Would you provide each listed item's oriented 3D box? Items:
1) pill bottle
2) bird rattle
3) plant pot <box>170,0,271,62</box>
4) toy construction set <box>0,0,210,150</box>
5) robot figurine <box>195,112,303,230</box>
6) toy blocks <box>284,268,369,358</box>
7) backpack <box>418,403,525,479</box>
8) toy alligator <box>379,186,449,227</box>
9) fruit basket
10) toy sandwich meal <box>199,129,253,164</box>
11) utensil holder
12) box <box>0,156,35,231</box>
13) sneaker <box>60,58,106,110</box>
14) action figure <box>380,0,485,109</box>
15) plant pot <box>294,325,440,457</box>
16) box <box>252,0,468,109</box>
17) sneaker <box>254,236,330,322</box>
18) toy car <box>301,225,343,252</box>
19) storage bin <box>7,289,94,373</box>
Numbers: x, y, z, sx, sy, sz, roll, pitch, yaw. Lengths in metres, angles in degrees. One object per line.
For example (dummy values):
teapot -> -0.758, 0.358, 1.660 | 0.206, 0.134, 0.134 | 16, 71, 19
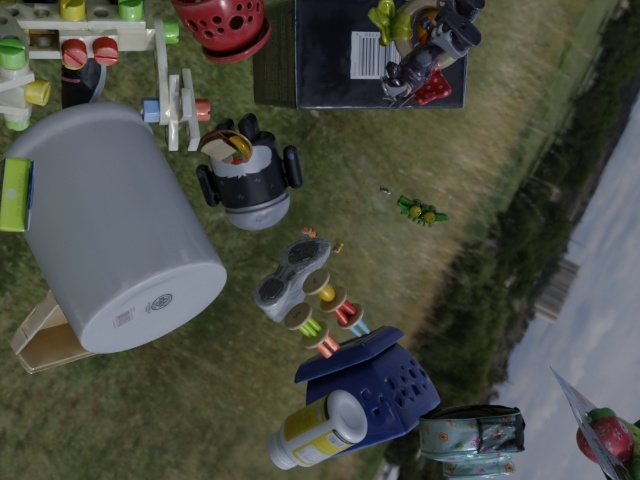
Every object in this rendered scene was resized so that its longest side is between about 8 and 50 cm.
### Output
pill bottle -> -0.010, 0.360, 1.488 | 0.184, 0.103, 0.103 | -34, -177, 28
bird rattle -> 0.222, -0.429, 1.712 | 0.207, 0.253, 0.143 | -36, 165, 25
plant pot -> -0.213, -0.503, 1.757 | 0.191, 0.191, 0.174 | -57, 143, -28
toy construction set -> -0.285, -0.215, 0.947 | 0.328, 0.215, 0.151 | 5, 140, -30
robot figurine -> -0.173, -0.163, 1.925 | 0.174, 0.209, 0.278 | -30, 114, -39
toy blocks -> 0.019, 0.138, 1.312 | 0.148, 0.054, 0.123 | 47, 56, -31
backpack -> 0.283, 0.386, 1.532 | 0.166, 0.189, 0.144 | 121, -27, -80
toy alligator -> 0.226, -0.075, 1.975 | 0.056, 0.190, 0.051 | -65, 178, -66
fruit basket -> 0.651, 0.450, 1.684 | 0.165, 0.353, 0.327 | -38, -158, 16
toy sandwich meal -> -0.148, -0.143, 1.256 | 0.085, 0.086, 0.029 | 101, -3, -52
utensil holder -> -0.401, -0.021, 1.558 | 0.328, 0.385, 0.327 | -29, 161, -11
box -> -0.472, -0.067, 1.214 | 0.178, 0.042, 0.109 | 1, -93, 63
sneaker -> -0.495, -0.383, 1.559 | 0.147, 0.105, 0.295 | 3, 103, -62
action figure -> 0.191, -0.342, 1.425 | 0.185, 0.099, 0.285 | -63, -170, -25
plant pot -> 0.094, 0.324, 1.751 | 0.236, 0.212, 0.236 | -24, 177, 28
box -> 0.092, -0.517, 2.225 | 0.472, 0.480, 0.297 | -144, -127, -68
sneaker -> -0.058, 0.090, 1.825 | 0.232, 0.090, 0.115 | -46, 145, -22
toy car -> 0.000, 0.000, 2.192 | 0.060, 0.122, 0.040 | 86, 27, -71
storage bin -> -0.662, 0.218, 2.152 | 0.262, 0.123, 0.260 | -43, 164, 30
